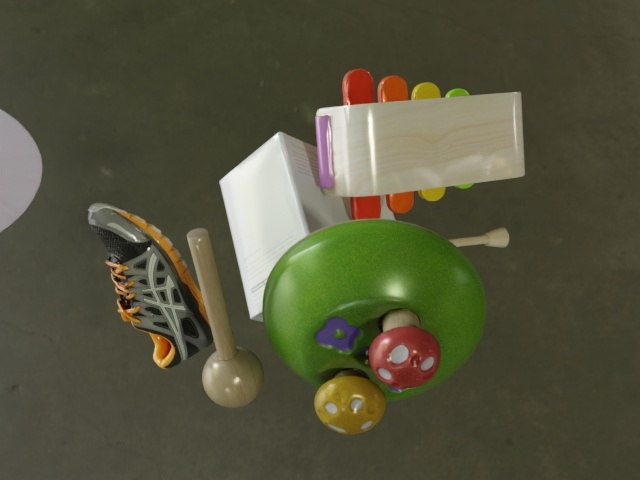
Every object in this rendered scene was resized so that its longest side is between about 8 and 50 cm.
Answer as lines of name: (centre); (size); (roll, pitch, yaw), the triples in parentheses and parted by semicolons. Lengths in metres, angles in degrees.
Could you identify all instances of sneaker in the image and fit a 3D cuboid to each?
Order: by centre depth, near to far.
sneaker: (-0.184, 0.051, 0.837); (0.083, 0.215, 0.084); (-44, 30, -22)

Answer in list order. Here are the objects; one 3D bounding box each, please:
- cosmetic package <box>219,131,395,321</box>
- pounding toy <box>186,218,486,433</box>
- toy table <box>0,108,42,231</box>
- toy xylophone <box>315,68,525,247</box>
cosmetic package: (0.000, 0.000, 1.104); (0.224, 0.138, 0.224); (17, 49, -46)
pounding toy: (0.015, 0.086, 0.608); (0.237, 0.183, 0.110); (-1, 36, 3)
toy table: (-0.434, -0.079, 0.771); (0.274, 0.252, 0.161); (4, 14, -35)
toy xylophone: (0.149, -0.102, 1.049); (0.323, 0.081, 0.236); (0, 96, -23)
